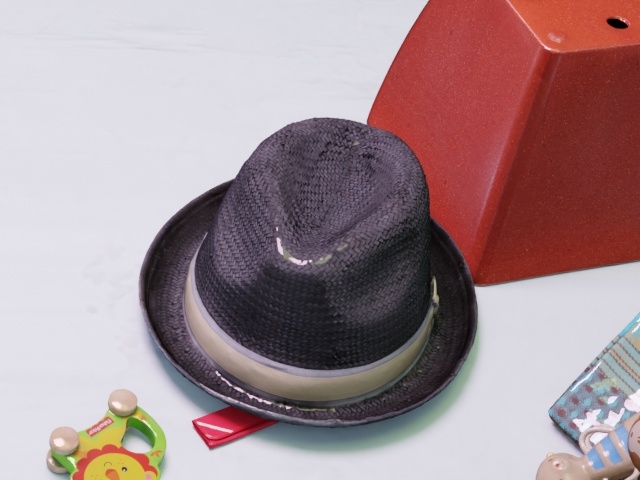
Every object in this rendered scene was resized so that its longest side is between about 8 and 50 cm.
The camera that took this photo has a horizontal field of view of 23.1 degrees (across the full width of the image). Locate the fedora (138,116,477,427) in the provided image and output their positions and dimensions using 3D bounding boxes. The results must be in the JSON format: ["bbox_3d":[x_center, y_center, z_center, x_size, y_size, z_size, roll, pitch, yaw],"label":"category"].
[{"bbox_3d":[0.000,0.000,1.352,0.334,0.153,0.334,7,38,-5],"label":"fedora"}]

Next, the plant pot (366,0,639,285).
[{"bbox_3d":[0.231,-0.146,1.517,0.267,0.236,0.267,-8,44,-22],"label":"plant pot"}]

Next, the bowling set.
[{"bbox_3d":[0.219,0.197,1.136,0.154,0.200,0.287,-29,38,6],"label":"bowling set"}]

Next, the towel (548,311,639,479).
[{"bbox_3d":[0.399,0.090,1.271,0.370,0.040,0.271,-45,56,-3],"label":"towel"}]

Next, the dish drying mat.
[{"bbox_3d":[-0.063,0.145,1.287,0.083,0.008,0.032,-18,48,-30],"label":"dish drying mat"}]

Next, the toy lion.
[{"bbox_3d":[-0.158,0.174,1.218,0.096,0.034,0.100,39,47,19],"label":"toy lion"}]
